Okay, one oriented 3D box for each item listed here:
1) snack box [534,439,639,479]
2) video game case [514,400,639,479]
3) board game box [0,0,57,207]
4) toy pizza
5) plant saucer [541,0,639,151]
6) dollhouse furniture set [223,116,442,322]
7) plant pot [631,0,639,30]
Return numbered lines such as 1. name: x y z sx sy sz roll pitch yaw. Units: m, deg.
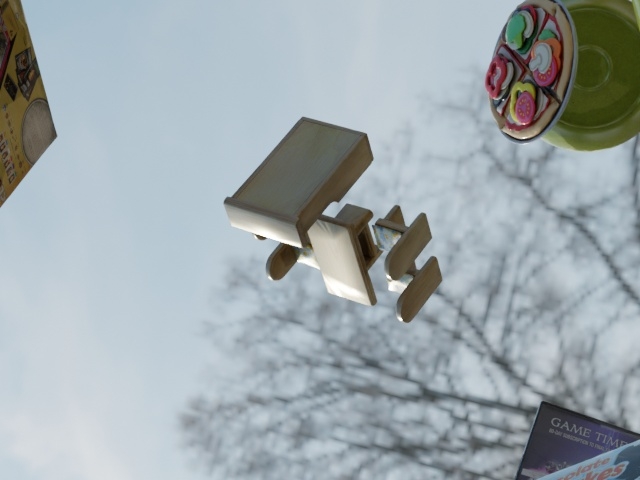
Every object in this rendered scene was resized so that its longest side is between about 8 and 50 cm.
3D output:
1. snack box: 0.282 0.314 1.870 0.060 0.322 0.187 55 -147 -11
2. video game case: 0.330 0.365 2.162 0.026 0.196 0.274 76 -146 -80
3. board game box: -0.376 -0.177 1.918 0.165 0.042 0.243 -61 -31 -49
4. toy pizza: 0.272 -0.228 2.247 0.032 0.201 0.201 7 -84 -27
5. plant saucer: 0.389 -0.249 2.473 0.037 0.241 0.241 -51 -28 -88
6. dollhouse furniture set: 0.000 0.000 2.057 0.161 0.212 0.242 -50 -39 -31
7. plant pot: 0.475 -0.416 2.105 0.275 0.274 0.293 1 -115 -61
